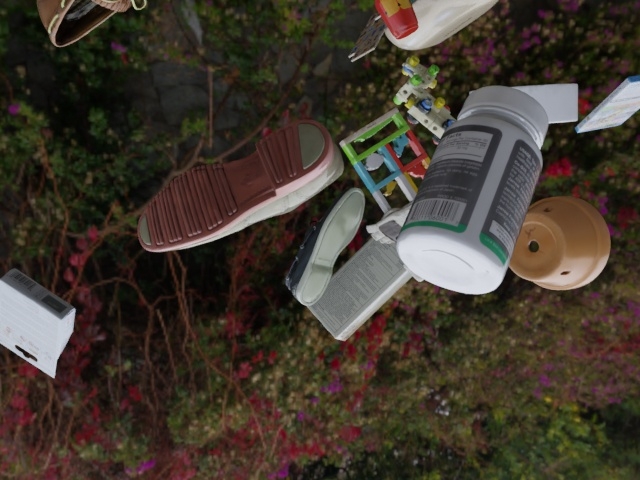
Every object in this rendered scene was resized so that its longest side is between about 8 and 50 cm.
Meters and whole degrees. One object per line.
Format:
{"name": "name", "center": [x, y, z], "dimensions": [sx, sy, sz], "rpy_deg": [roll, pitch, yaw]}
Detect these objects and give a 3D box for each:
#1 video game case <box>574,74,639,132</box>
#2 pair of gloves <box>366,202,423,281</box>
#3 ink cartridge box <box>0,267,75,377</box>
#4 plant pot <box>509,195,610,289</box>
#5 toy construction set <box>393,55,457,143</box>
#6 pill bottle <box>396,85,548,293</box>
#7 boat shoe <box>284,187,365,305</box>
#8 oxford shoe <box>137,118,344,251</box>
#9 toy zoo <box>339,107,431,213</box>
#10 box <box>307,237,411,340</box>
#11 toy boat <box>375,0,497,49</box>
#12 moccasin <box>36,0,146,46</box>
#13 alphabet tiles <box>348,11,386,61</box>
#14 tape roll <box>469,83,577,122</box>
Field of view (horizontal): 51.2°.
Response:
{"name": "video game case", "center": [0.589, -0.267, 1.295], "dimensions": [0.119, 0.166, 0.015], "rpy_deg": [-13, -110, -21]}
{"name": "pair of gloves", "center": [0.255, 0.010, 1.713], "dimensions": [0.204, 0.240, 0.042], "rpy_deg": [-22, -151, 44]}
{"name": "ink cartridge box", "center": [-0.696, 0.204, 1.629], "dimensions": [0.189, 0.232, 0.066], "rpy_deg": [30, -137, 8]}
{"name": "plant pot", "center": [0.680, 0.013, 1.995], "dimensions": [0.203, 0.291, 0.290], "rpy_deg": [-6, -158, -45]}
{"name": "toy construction set", "center": [0.370, -0.426, 2.066], "dimensions": [0.327, 0.151, 0.215], "rpy_deg": [28, -128, 4]}
{"name": "pill bottle", "center": [0.296, -0.100, 1.257], "dimensions": [0.204, 0.204, 0.361], "rpy_deg": [15, -115, 26]}
{"name": "boat shoe", "center": [0.003, 0.002, 1.805], "dimensions": [0.127, 0.340, 0.113], "rpy_deg": [16, -171, -46]}
{"name": "oxford shoe", "center": [-0.137, -0.067, 1.189], "dimensions": [0.396, 0.141, 0.146], "rpy_deg": [-22, 157, 14]}
{"name": "toy zoo", "center": [0.204, -0.182, 1.762], "dimensions": [0.192, 0.293, 0.030], "rpy_deg": [-34, -178, -20]}
{"name": "box", "center": [0.122, 0.129, 1.910], "dimensions": [0.148, 0.311, 0.121], "rpy_deg": [48, -176, 20]}
{"name": "toy boat", "center": [0.190, -0.448, 1.193], "dimensions": [0.267, 0.148, 0.318], "rpy_deg": [-26, 180, 43]}
{"name": "moccasin", "center": [-0.415, -0.501, 1.307], "dimensions": [0.379, 0.147, 0.139], "rpy_deg": [-20, 168, 25]}
{"name": "alphabet tiles", "center": [0.180, -0.671, 2.123], "dimensions": [0.009, 0.237, 0.198], "rpy_deg": [38, 154, -24]}
{"name": "tape roll", "center": [0.549, -0.365, 1.812], "dimensions": [0.286, 0.100, 0.286], "rpy_deg": [-4, -171, 1]}
